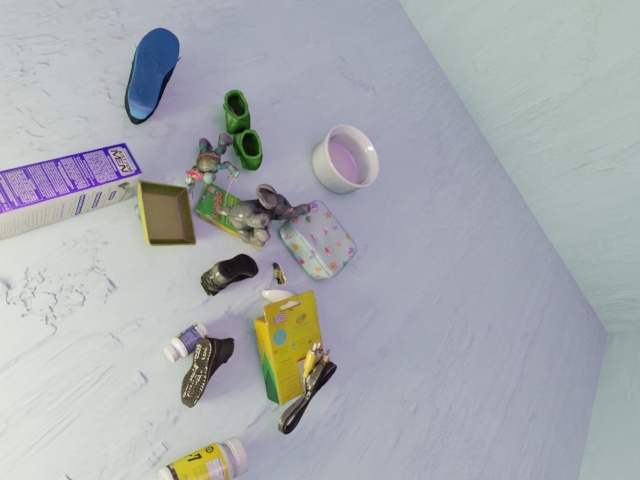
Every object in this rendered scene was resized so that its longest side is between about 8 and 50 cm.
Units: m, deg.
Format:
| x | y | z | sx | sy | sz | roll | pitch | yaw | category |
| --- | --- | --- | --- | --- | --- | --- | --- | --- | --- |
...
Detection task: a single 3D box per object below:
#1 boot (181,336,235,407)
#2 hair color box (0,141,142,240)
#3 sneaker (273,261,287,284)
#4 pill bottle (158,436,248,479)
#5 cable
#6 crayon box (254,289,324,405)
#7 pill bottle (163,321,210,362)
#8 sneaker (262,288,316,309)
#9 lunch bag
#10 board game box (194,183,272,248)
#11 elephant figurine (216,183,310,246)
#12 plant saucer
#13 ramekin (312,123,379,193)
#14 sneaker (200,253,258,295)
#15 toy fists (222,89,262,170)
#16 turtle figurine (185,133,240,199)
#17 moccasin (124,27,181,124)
| x | y | z | sx | sy | sz | roll | pitch | yaw | category |
| --- | --- | --- | --- | --- | --- | --- | --- | --- | --- |
| -0.317 | 0.379 | 1.176 | 0.137 | 0.077 | 0.197 | 22 | 89 | -66 | boot |
| -0.654 | -0.129 | 1.025 | 0.339 | 0.185 | 0.109 | -27 | 90 | -39 | hair color box |
| -0.147 | 0.116 | 1.411 | 0.035 | 0.031 | 0.083 | -28 | 92 | -38 | sneaker |
| -0.306 | 0.615 | 1.068 | 0.209 | 0.119 | 0.119 | -10 | 81 | -39 | pill bottle |
| -0.042 | 0.464 | 1.270 | 0.287 | 0.072 | 0.139 | -60 | 140 | -9 | cable |
| -0.094 | 0.332 | 1.299 | 0.203 | 0.081 | 0.317 | -13 | 97 | -38 | crayon box |
| -0.383 | 0.292 | 1.155 | 0.120 | 0.067 | 0.067 | -35 | 96 | -39 | pill bottle |
| -0.108 | 0.224 | 1.381 | 0.213 | 0.080 | 0.094 | 20 | 75 | -31 | sneaker |
| 0.000 | 0.000 | 1.510 | 0.279 | 0.108 | 0.224 | 53 | 49 | -11 | lunch bag |
| -0.292 | -0.084 | 1.371 | 0.260 | 0.039 | 0.124 | 32 | 57 | -27 | board game box |
| -0.180 | -0.104 | 1.350 | 0.239 | 0.170 | 0.185 | -53 | 132 | -35 | elephant figurine |
| -0.462 | -0.072 | 1.193 | 0.188 | 0.045 | 0.188 | -1 | 79 | -65 | plant saucer |
| 0.099 | -0.327 | 1.677 | 0.278 | 0.135 | 0.276 | 12 | 68 | -33 | ramekin |
| -0.295 | 0.108 | 1.282 | 0.087 | 0.130 | 0.228 | 62 | 23 | 4 | sneaker |
| -0.276 | -0.380 | 1.422 | 0.096 | 0.142 | 0.278 | -20 | 86 | -8 | toy fists |
| -0.349 | -0.241 | 1.302 | 0.176 | 0.118 | 0.233 | 1 | 57 | -6 | turtle figurine |
| -0.554 | -0.526 | 1.282 | 0.138 | 0.117 | 0.341 | 26 | 64 | -26 | moccasin |
